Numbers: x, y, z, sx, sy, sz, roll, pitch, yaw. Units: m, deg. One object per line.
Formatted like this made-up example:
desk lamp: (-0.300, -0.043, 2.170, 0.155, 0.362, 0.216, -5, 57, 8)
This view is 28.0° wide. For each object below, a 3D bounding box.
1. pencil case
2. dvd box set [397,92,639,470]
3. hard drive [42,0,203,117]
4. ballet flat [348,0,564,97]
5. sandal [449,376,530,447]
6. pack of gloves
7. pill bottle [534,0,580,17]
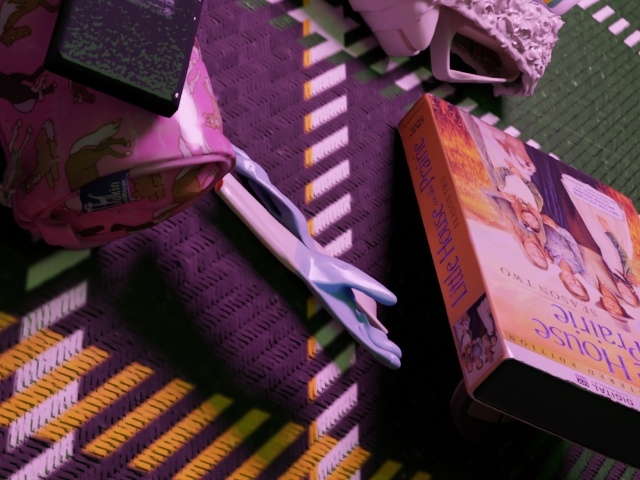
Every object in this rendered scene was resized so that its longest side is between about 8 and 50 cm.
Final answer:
pencil case: (-0.205, -0.191, 0.970, 0.167, 0.160, 0.386, -10, 76, -57)
dvd box set: (0.242, 0.042, 1.287, 0.308, 0.062, 0.420, 25, 31, -23)
hard drive: (-0.130, -0.161, 0.892, 0.094, 0.022, 0.135, 21, 62, -22)
ballet flat: (0.138, -0.254, 1.451, 0.409, 0.147, 0.147, 15, 56, -44)
sandal: (0.212, 0.129, 1.323, 0.086, 0.120, 0.303, 43, 29, 22)
pack of gloves: (0.000, 0.000, 1.113, 0.232, 0.046, 0.195, 48, 9, -18)
pill bottle: (0.250, -0.383, 1.667, 0.208, 0.118, 0.117, 52, 38, -12)
